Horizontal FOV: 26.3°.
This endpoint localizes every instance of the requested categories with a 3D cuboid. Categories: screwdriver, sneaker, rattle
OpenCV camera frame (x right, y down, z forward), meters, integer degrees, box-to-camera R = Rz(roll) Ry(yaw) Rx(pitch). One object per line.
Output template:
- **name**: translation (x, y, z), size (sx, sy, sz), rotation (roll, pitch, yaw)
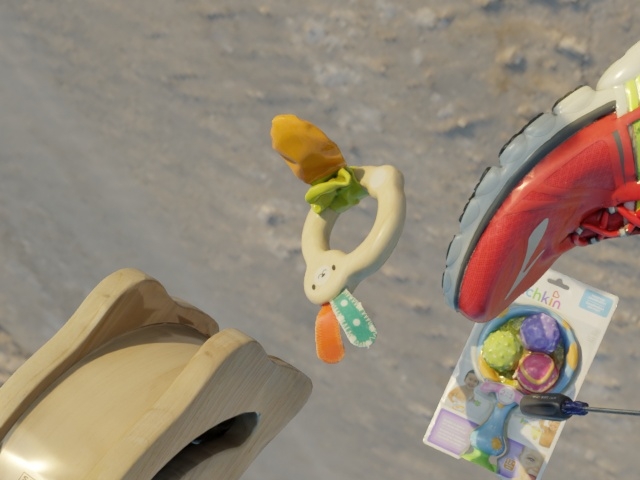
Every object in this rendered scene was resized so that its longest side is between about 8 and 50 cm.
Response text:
- **screwdriver**: translation (0.224, 0.135, 1.098), size (0.170, 0.025, 0.024), rotation (-5, 90, 51)
- **sneaker**: translation (0.192, -0.039, 0.808), size (0.118, 0.279, 0.107), rotation (50, -176, 21)
- **rattle**: translation (0.000, 0.000, 1.322), size (0.130, 0.199, 0.143), rotation (9, 159, 32)

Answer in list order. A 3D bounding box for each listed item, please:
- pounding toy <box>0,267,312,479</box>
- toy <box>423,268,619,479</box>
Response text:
- **pounding toy**: translation (-0.089, 0.155, 0.620), size (0.155, 0.269, 0.154), rotation (29, 154, 26)
- **toy**: translation (0.219, 0.143, 1.512), size (0.137, 0.237, 0.056), rotation (23, 179, 14)
